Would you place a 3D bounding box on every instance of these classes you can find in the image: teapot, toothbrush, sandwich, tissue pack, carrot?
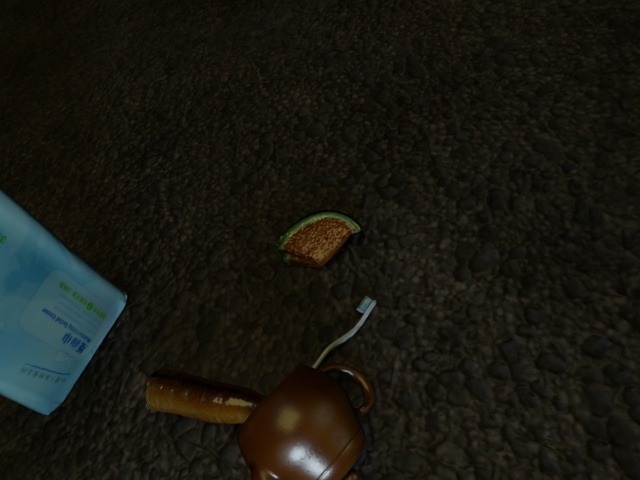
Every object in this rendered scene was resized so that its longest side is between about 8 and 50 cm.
[{"bbox_3d":[-0.005,0.178,0.500,0.116,0.116,0.173,18,37,30],"label":"teapot"},{"bbox_3d":[0.008,0.123,0.584,0.017,0.014,0.162,33,72,20],"label":"toothbrush"},{"bbox_3d":[-0.004,-0.001,0.671,0.101,0.026,0.069,-40,56,-6],"label":"sandwich"},{"bbox_3d":[-0.338,0.065,0.596,0.089,0.263,0.177,15,63,25],"label":"tissue pack"},{"bbox_3d":[-0.117,0.168,0.579,0.139,0.048,0.048,5,58,22],"label":"carrot"}]
